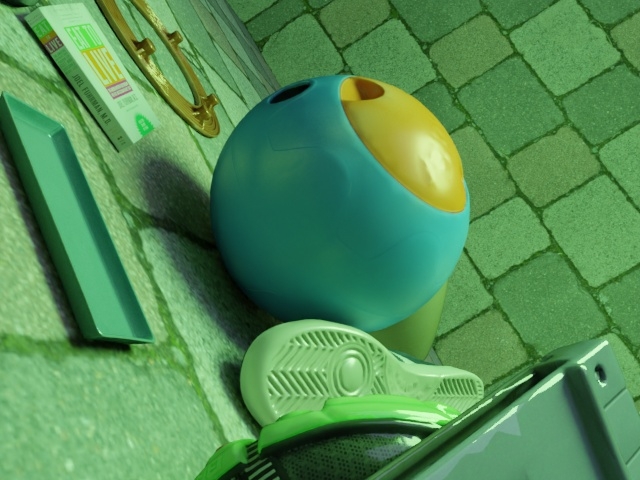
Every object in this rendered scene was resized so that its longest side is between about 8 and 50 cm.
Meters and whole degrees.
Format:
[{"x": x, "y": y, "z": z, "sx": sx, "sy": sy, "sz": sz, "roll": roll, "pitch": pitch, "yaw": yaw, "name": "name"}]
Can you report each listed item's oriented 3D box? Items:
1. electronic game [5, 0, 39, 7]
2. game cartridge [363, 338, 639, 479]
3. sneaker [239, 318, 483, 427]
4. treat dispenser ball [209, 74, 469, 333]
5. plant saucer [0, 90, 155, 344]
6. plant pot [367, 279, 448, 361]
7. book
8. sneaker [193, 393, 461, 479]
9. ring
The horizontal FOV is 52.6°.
[{"x": -0.287, "y": -0.320, "z": 0.553, "sx": 0.229, "sy": 0.048, "sz": 0.229, "roll": 170, "pitch": -90, "yaw": -88, "name": "electronic game"}, {"x": 0.102, "y": 0.208, "z": 0.320, "sx": 0.355, "sy": 0.068, "sz": 0.230, "roll": -16, "pitch": 79, "yaw": -45, "name": "game cartridge"}, {"x": 0.027, "y": 0.165, "z": 0.690, "sx": 0.350, "sy": 0.148, "sz": 0.131, "roll": 27, "pitch": 72, "yaw": -42, "name": "sneaker"}, {"x": 0.020, "y": -0.038, "z": 0.727, "sx": 0.288, "sy": 0.288, "sz": 0.288, "roll": 57, "pitch": 8, "yaw": -12, "name": "treat dispenser ball"}, {"x": -0.170, "y": -0.013, "z": 0.441, "sx": 0.192, "sy": 0.018, "sz": 0.067, "roll": 60, "pitch": 8, "yaw": 19, "name": "plant saucer"}, {"x": 0.095, "y": 0.081, "z": 1.032, "sx": 0.256, "sy": 0.256, "sz": 0.274, "roll": -112, "pitch": -176, "yaw": -51, "name": "plant pot"}, {"x": -0.223, "y": -0.162, "z": 0.646, "sx": 0.144, "sy": 0.035, "sz": 0.096, "roll": 57, "pitch": 12, "yaw": -17, "name": "book"}, {"x": 0.104, "y": 0.285, "z": 0.417, "sx": 0.483, "sy": 0.185, "sz": 0.202, "roll": 52, "pitch": 12, "yaw": -21, "name": "sneaker"}, {"x": -0.252, "y": -0.311, "z": 1.021, "sx": 0.337, "sy": 0.032, "sz": 0.336, "roll": 58, "pitch": 8, "yaw": -12, "name": "ring"}]
